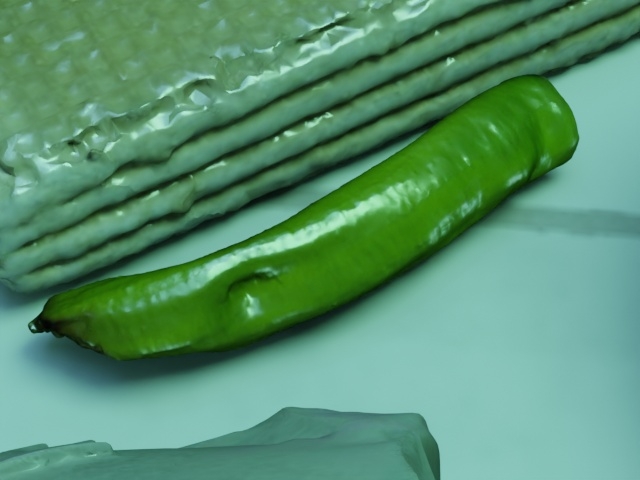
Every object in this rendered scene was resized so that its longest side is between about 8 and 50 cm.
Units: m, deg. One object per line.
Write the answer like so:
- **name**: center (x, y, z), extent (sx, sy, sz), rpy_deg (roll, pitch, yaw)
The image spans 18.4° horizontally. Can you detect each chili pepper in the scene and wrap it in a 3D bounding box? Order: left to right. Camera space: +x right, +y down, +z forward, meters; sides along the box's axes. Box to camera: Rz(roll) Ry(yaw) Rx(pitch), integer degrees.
- **chili pepper**: center (0.000, 0.000, 0.676), extent (0.202, 0.052, 0.050), rpy_deg (-26, 77, -14)

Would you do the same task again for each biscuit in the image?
- **biscuit**: center (0.045, -0.122, 0.742), extent (0.426, 0.078, 0.144), rpy_deg (-25, 56, -14)

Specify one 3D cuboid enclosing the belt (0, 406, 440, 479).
- **belt**: center (-0.015, 0.196, 0.433), extent (0.122, 0.217, 0.338), rpy_deg (-5, 53, -1)
